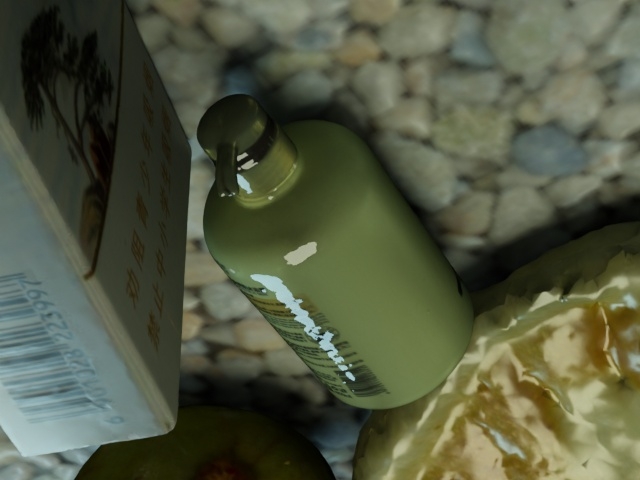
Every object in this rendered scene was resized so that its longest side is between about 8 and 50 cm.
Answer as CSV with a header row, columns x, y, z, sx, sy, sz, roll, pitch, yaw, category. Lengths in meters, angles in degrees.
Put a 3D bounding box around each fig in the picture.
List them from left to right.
x,y,z,sx,sy,sz,roll,pitch,yaw,category
-0.071,0.173,0.677,0.148,0.142,0.186,23,123,12,fig

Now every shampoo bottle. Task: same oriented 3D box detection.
x,y,z,sx,sy,sz,roll,pitch,yaw,category
0.000,0.000,0.543,0.079,0.079,0.162,-21,133,19,shampoo bottle

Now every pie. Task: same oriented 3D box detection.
x,y,z,sx,sy,sz,roll,pitch,yaw,category
0.170,0.145,0.625,0.339,0.077,0.339,7,118,14,pie

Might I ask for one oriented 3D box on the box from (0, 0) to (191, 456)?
x,y,z,sx,sy,sz,roll,pitch,yaw,category
-0.108,-0.055,0.428,0.067,0.149,0.233,-13,136,7,box
